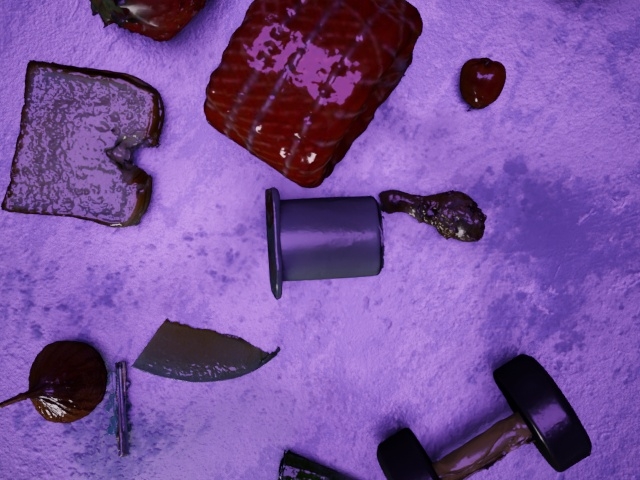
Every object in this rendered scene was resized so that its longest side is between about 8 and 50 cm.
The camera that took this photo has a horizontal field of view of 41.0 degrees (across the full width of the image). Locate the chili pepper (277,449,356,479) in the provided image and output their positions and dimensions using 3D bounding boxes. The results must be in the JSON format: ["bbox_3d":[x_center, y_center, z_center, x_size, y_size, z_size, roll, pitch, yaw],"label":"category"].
[{"bbox_3d":[0.033,0.444,1.549,0.227,0.059,0.088,14,88,-3],"label":"chili pepper"}]

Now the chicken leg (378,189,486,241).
[{"bbox_3d":[0.200,-0.056,1.529,0.198,0.069,0.084,14,116,5],"label":"chicken leg"}]

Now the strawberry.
[{"bbox_3d":[-0.272,-0.473,1.428,0.277,0.257,0.257,-36,93,-21],"label":"strawberry"}]

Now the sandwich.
[{"bbox_3d":[-0.406,-0.165,1.496,0.249,0.095,0.273,10,93,-1],"label":"sandwich"}]

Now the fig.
[{"bbox_3d":[-0.462,0.244,1.463,0.134,0.201,0.146,-11,81,19],"label":"fig"}]

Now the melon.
[{"bbox_3d":[-0.204,0.203,1.550,0.262,0.053,0.113,4,74,-5],"label":"melon"}]

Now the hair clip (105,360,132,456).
[{"bbox_3d":[-0.365,0.304,1.543,0.049,0.049,0.172,-3,87,-1],"label":"hair clip"}]

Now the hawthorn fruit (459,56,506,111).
[{"bbox_3d":[0.284,-0.274,1.514,0.081,0.081,0.093,5,122,-1],"label":"hawthorn fruit"}]

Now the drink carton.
[{"bbox_3d":[0.000,0.000,1.480,0.190,0.185,0.190,-3,91,-12],"label":"drink carton"}]

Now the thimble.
[{"bbox_3d":[-0.009,-0.271,1.381,0.231,0.350,0.350,35,92,2],"label":"thimble"}]

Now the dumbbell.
[{"bbox_3d":[0.277,0.360,1.475,0.323,0.204,0.203,-32,93,0],"label":"dumbbell"}]
